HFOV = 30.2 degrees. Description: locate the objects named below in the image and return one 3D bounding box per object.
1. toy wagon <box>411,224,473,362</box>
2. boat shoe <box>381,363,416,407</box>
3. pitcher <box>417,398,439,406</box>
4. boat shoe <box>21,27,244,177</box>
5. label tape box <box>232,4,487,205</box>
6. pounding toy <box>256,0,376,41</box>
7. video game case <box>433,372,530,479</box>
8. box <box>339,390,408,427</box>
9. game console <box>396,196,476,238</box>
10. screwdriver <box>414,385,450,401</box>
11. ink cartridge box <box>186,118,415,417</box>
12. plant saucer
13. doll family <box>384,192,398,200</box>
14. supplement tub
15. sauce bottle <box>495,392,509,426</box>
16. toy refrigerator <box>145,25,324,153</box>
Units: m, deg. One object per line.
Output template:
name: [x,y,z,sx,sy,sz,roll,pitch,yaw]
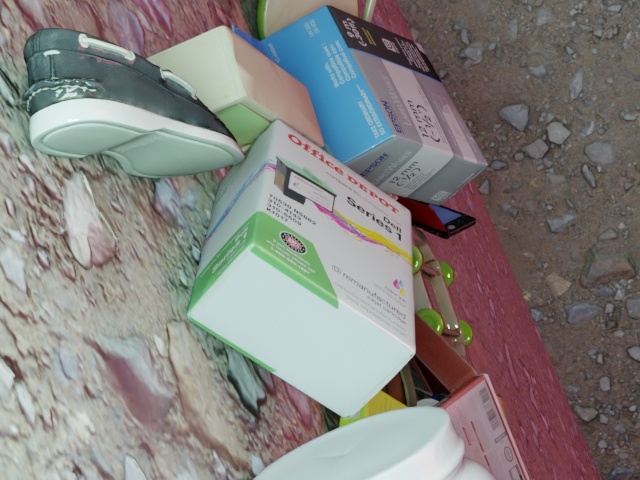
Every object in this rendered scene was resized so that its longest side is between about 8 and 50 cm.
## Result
toy wagon: [0.207,0.143,2.102,0.267,0.068,0.344,23,48,-69]
boat shoe: [0.057,0.151,1.493,0.307,0.104,0.110,80,-9,-56]
pitcher: [0.187,0.318,1.726,0.207,0.125,0.178,53,3,-15]
boat shoe: [-0.157,-0.118,1.063,0.302,0.114,0.091,19,58,-72]
label tape box: [0.060,-0.201,1.698,0.348,0.115,0.249,13,45,-50]
pounding toy: [-0.025,-0.351,1.831,0.237,0.110,0.183,-7,109,-40]
video game case: [0.177,0.323,1.574,0.285,0.025,0.204,-26,95,-47]
box: [0.090,0.256,1.447,0.178,0.042,0.109,35,53,-41]
game console: [0.194,-0.065,2.170,0.144,0.124,0.085,25,-50,45]
screwdriver: [0.162,0.232,1.774,0.024,0.025,0.170,44,-16,-21]
ink cartridge box: [-0.011,0.020,1.248,0.201,0.117,0.278,34,27,-16]
plant saucer: [0.216,0.250,1.872,0.259,0.048,0.258,61,-8,-30]
doll family: [0.074,-0.153,1.920,0.263,0.118,0.163,-74,141,-66]
supplement tub: [0.082,0.337,1.062,0.235,0.235,0.325,-42,111,-74]
sauce bottle: [0.356,0.369,2.378,0.042,0.042,0.128,51,25,-50]
toy refrigerator: [-0.090,-0.150,1.368,0.269,0.102,0.094,22,49,-71]
